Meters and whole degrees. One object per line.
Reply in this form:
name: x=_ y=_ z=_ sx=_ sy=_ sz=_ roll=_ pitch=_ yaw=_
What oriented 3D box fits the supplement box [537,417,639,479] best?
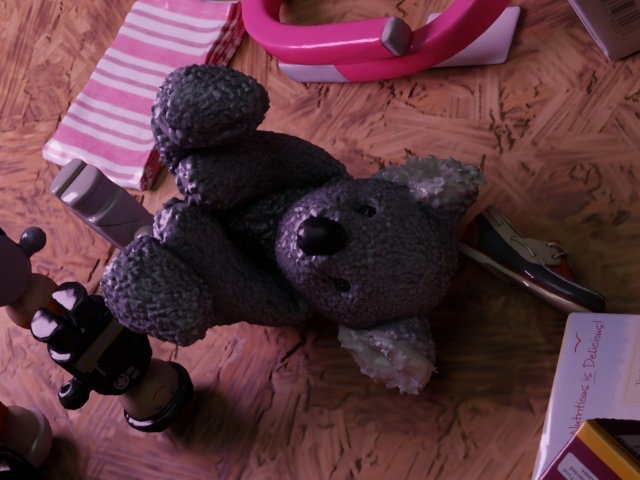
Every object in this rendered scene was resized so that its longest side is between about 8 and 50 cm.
supplement box: x=0.143 y=0.202 z=0.833 sx=0.104 sy=0.081 sz=0.188 roll=44 pitch=108 yaw=31

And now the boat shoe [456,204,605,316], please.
boat shoe: x=0.147 y=0.015 z=1.033 sx=0.043 sy=0.049 sz=0.137 roll=-53 pitch=40 yaw=-4

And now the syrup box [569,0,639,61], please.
syrup box: x=0.218 y=-0.261 z=1.143 sx=0.096 sy=0.093 sz=0.236 roll=-25 pitch=49 yaw=19

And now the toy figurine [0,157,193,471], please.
toy figurine: x=-0.204 y=0.062 z=1.184 sx=0.213 sy=0.148 sz=0.209 roll=-23 pitch=44 yaw=23

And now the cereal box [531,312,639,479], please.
cereal box: x=0.243 y=0.130 z=0.885 sx=0.240 sy=0.047 sz=0.173 roll=1 pitch=63 yaw=36

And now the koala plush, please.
koala plush: x=0.000 y=0.000 z=1.068 sx=0.221 sy=0.203 sz=0.196 roll=11 pitch=82 yaw=23

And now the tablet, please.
tablet: x=0.116 y=-0.162 z=1.205 sx=0.083 sy=0.006 sz=0.054 roll=1 pitch=61 yaw=35

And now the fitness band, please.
fitness band: x=0.051 y=-0.230 z=1.242 sx=0.291 sy=0.054 sz=0.209 roll=4 pitch=65 yaw=47

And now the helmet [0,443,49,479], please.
helmet: x=-0.270 y=0.227 z=1.098 sx=0.169 sy=0.169 sz=0.161 roll=-4 pitch=49 yaw=33

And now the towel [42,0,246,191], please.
towel: x=-0.161 y=-0.142 z=1.366 sx=0.144 sy=0.029 sz=0.197 roll=16 pitch=70 yaw=41
